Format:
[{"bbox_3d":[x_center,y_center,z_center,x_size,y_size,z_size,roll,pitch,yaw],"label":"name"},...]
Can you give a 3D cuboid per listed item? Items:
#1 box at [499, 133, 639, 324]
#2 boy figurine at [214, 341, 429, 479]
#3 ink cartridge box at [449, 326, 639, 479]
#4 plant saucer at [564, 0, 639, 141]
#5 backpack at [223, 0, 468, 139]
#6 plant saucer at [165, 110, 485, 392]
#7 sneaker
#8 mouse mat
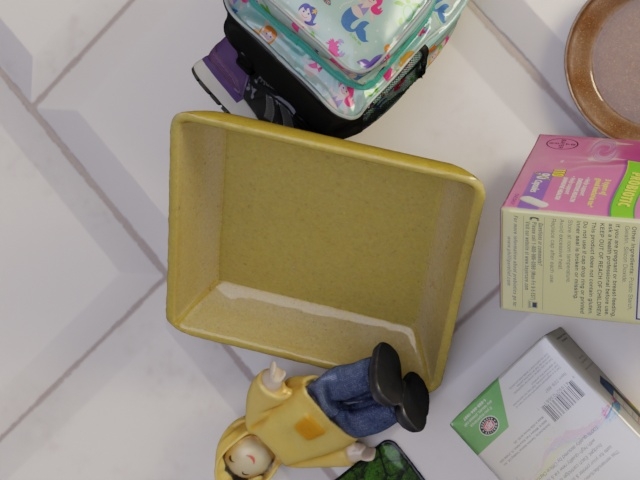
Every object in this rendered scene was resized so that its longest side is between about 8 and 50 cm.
[{"bbox_3d":[0.323,-0.014,1.397,0.243,0.213,0.117,6,116,18],"label":"box"},{"bbox_3d":[-0.020,0.209,1.579,0.285,0.092,0.177,-25,121,28],"label":"boy figurine"},{"bbox_3d":[0.276,0.226,1.502,0.154,0.093,0.212,-46,77,16],"label":"ink cartridge box"},{"bbox_3d":[0.368,-0.197,1.480,0.199,0.036,0.198,1,92,19],"label":"plant saucer"},{"bbox_3d":[0.040,-0.270,1.492,0.225,0.191,0.253,44,73,6],"label":"backpack"},{"bbox_3d":[0.000,0.000,1.507,0.333,0.081,0.333,13,134,6],"label":"plant saucer"},{"bbox_3d":[-0.020,-0.143,1.581,0.124,0.107,0.283,-43,79,10],"label":"sneaker"},{"bbox_3d":[0.060,0.349,1.626,0.190,0.007,0.152,-41,80,17],"label":"mouse mat"}]
